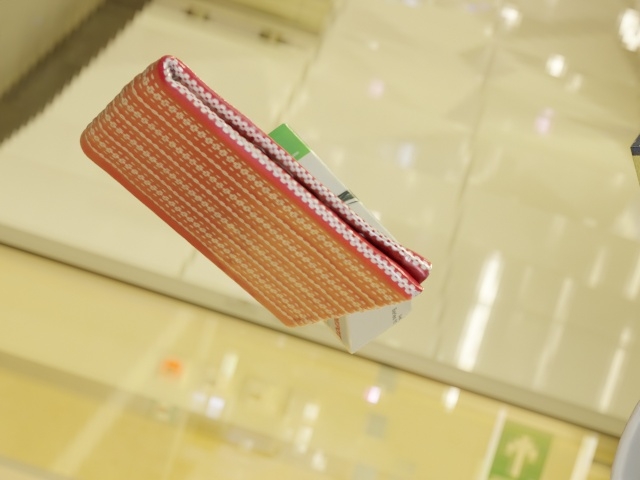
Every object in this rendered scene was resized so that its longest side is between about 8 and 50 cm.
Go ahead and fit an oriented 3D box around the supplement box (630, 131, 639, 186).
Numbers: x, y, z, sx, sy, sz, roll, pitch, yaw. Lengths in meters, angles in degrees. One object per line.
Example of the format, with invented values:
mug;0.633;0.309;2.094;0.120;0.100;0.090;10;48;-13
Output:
supplement box;0.317;-0.059;1.593;0.056;0.083;0.083;-51;130;-47

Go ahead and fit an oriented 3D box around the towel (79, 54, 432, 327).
towel;-0.049;-0.024;1.144;0.031;0.199;0.275;-52;-171;-14

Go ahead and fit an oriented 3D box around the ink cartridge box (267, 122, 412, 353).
ink cartridge box;0.000;0.000;2.016;0.087;0.208;0.153;-36;154;-15

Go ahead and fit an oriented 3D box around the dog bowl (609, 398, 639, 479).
dog bowl;0.343;0.179;1.345;0.265;0.104;0.265;-28;-135;32
